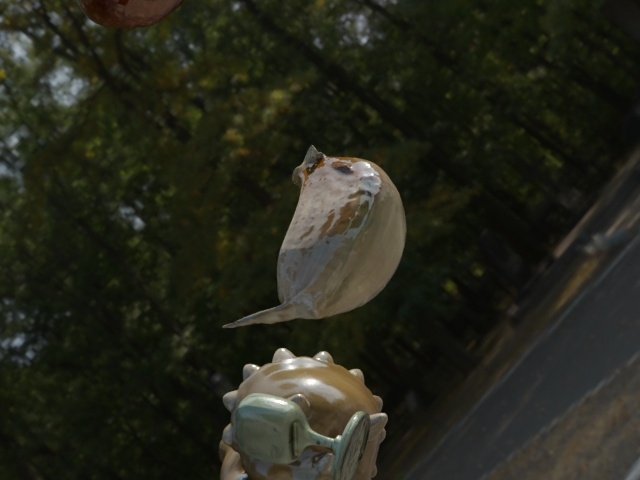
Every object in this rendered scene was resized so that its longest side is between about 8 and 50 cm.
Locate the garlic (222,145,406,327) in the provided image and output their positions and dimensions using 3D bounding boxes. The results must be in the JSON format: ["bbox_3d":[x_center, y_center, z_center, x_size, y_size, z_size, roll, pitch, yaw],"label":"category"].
[{"bbox_3d":[0.006,0.008,0.955,0.090,0.128,0.198,67,-144,-52],"label":"garlic"}]

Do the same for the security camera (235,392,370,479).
[{"bbox_3d":[-0.016,0.135,0.754,0.058,0.092,0.058,16,-90,-70],"label":"security camera"}]

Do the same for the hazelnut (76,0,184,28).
[{"bbox_3d":[-0.215,-0.313,1.250,0.154,0.143,0.143,-36,-14,-31],"label":"hazelnut"}]

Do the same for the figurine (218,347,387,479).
[{"bbox_3d":[-0.019,0.200,1.123,0.247,0.177,0.173,-2,-68,-85],"label":"figurine"}]
